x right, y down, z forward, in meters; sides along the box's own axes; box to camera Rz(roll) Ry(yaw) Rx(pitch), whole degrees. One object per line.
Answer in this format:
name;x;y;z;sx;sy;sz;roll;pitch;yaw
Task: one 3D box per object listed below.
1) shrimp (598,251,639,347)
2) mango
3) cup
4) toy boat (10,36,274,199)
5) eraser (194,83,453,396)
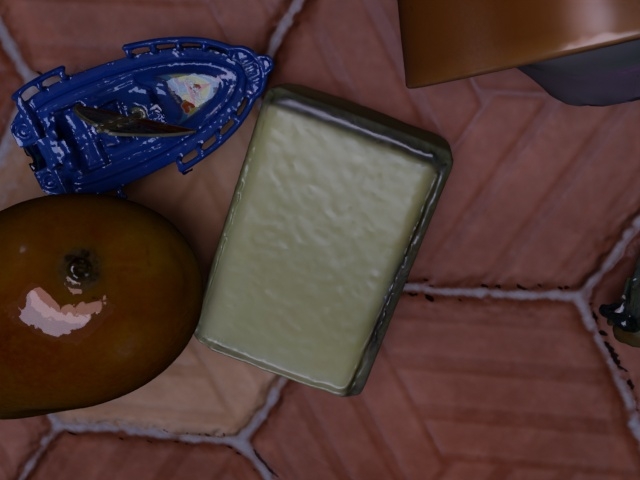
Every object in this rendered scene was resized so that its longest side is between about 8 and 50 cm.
shrimp;0.285;-0.027;0.446;0.185;0.068;0.287;35;117;36
mango;-0.170;0.047;0.526;0.221;0.151;0.121;-24;68;32
cup;0.128;-0.201;0.416;0.226;0.182;0.264;-16;100;-21
toy boat;-0.108;-0.070;0.507;0.174;0.110;0.091;-20;107;12
eraser;0.000;0.000;0.540;0.117;0.058;0.172;20;109;3
